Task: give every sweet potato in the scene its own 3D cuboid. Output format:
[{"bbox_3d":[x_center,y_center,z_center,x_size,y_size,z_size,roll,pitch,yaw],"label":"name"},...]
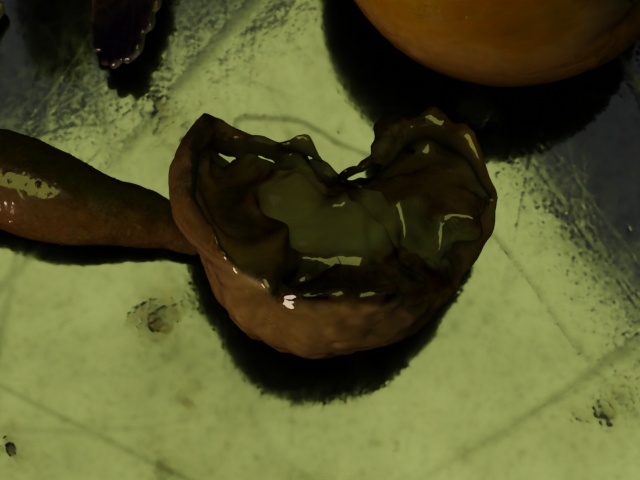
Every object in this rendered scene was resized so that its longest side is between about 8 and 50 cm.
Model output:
[{"bbox_3d":[-0.200,-0.038,1.418,0.243,0.077,0.077,11,77,2],"label":"sweet potato"}]

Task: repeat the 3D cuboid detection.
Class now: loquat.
[{"bbox_3d":[0.137,-0.239,1.397,0.263,0.263,0.263,0,77,-1],"label":"loquat"}]

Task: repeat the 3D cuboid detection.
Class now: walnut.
[{"bbox_3d":[0.007,0.008,1.365,0.238,0.141,0.204,-1,44,-18],"label":"walnut"}]

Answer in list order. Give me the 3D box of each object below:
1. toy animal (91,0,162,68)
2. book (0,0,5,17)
[{"bbox_3d":[-0.112,-0.327,1.401,0.284,0.225,0.302,-25,50,14],"label":"toy animal"},{"bbox_3d":[-0.392,-0.117,1.454,0.202,0.027,0.264,30,78,5],"label":"book"}]
